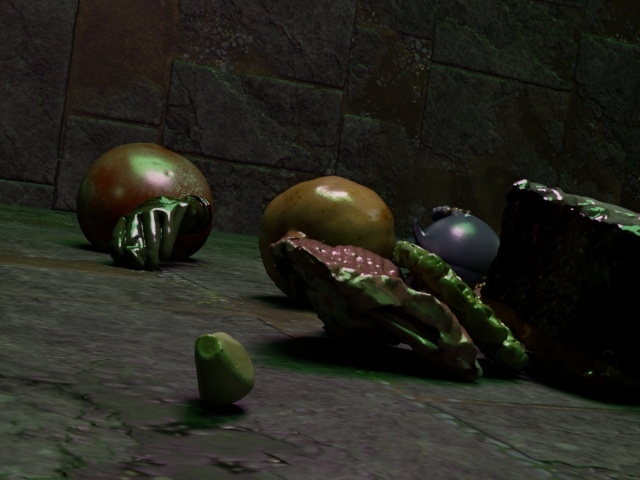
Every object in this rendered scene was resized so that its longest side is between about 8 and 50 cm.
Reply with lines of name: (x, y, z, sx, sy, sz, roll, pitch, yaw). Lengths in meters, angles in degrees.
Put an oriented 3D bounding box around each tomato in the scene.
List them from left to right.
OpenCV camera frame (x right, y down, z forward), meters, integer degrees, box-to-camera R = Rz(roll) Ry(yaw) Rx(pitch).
tomato: (-0.343, -0.081, 1.917, 0.270, 0.223, 0.270, 5, 4, 0)

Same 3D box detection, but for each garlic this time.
garlic: (-0.069, 0.087, 0.673, 0.041, 0.053, 0.083, -13, -9, -1)

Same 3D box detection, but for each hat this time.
hat: (0.044, 0.066, 1.042, 0.236, 0.107, 0.286, 36, 1, -5)

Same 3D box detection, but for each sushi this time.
sushi: (0.319, 0.060, 1.086, 0.234, 0.208, 0.348, 21, 7, -9)

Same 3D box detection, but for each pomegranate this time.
pomegranate: (0.010, -0.002, 1.422, 0.207, 0.207, 0.207, 8, 2, 0)

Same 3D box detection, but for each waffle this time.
waffle: (0.148, 0.068, 1.040, 0.183, 0.036, 0.169, 48, -3, -11)

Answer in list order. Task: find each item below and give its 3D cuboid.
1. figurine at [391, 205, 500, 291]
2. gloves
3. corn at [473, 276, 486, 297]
figurine: (0.223, 0.037, 1.794, 0.175, 0.197, 0.265, -24, 26, -35)
gloves: (-0.283, -0.021, 1.691, 0.107, 0.135, 0.268, 49, 27, -4)
corn: (0.346, 0.100, 1.687, 0.203, 0.072, 0.072, 6, 3, -34)
